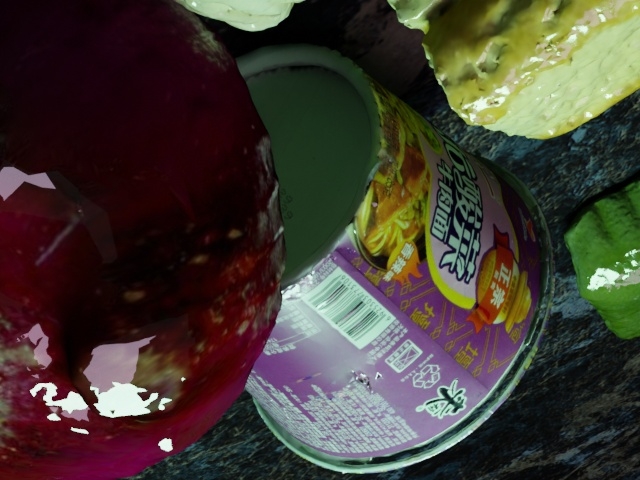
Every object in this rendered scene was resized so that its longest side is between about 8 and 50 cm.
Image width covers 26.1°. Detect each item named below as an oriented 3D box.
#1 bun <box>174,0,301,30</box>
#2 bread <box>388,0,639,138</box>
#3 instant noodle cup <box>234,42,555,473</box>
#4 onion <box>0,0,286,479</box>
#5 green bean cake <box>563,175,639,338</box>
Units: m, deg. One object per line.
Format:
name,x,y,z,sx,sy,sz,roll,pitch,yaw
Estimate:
bun,-0.066,-0.235,0.845,0.134,0.220,0.220,-5,161,27
bread,0.250,-0.230,0.961,0.375,0.165,0.236,-36,162,29
instant noodle cup,0.000,0.000,1.201,0.340,0.340,0.266,-32,139,16
onion,-0.178,-0.049,0.973,0.398,0.398,0.420,-46,177,36
green bean cake,0.425,0.004,1.690,0.248,0.125,0.222,-29,150,7
